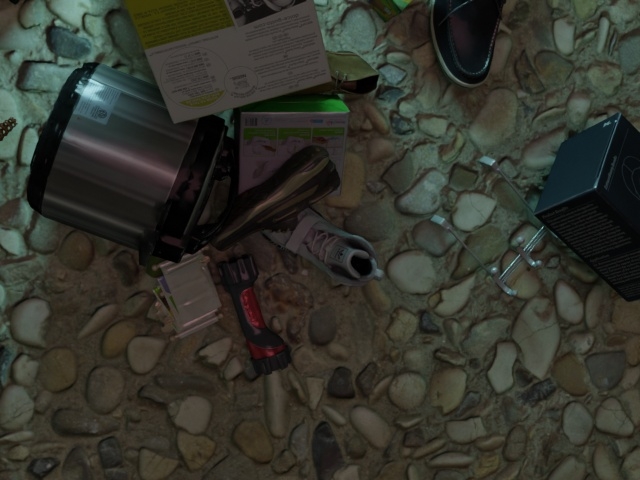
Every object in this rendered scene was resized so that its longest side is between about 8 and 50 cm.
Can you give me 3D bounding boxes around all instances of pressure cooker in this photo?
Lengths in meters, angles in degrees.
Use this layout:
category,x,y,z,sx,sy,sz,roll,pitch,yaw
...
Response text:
category,x,y,z,sx,sy,sz,roll,pitch,yaw
pressure cooker,-0.390,-0.156,1.632,0.420,0.375,0.370,20,98,-12

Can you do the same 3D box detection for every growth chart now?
category,x,y,z,sx,sy,sz,roll,pitch,yaw
growth chart,-0.333,0.135,1.825,0.172,0.021,0.237,-17,119,-14

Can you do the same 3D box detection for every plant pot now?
category,x,y,z,sx,sy,sz,roll,pitch,yaw
plant pot,-0.395,0.051,1.815,0.083,0.083,0.079,18,102,-14

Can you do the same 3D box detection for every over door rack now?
category,x,y,z,sx,sy,sz,roll,pitch,yaw
over door rack,0.494,-0.033,1.996,0.324,0.108,0.239,43,84,-13

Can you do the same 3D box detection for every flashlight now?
category,x,y,z,sx,sy,sz,roll,pitch,yaw
flashlight,-0.162,0.186,1.867,0.103,0.103,0.304,-22,100,-37

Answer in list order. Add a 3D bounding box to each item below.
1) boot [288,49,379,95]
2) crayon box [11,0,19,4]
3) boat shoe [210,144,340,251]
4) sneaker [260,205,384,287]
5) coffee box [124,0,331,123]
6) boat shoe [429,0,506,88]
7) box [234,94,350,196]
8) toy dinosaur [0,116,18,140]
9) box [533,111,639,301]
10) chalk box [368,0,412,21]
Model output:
category,x,y,z,sx,sy,sz,roll,pitch,yaw
boot,0.024,-0.397,1.771,0.305,0.115,0.112,-20,136,-42
crayon box,-0.694,-0.732,1.664,0.202,0.081,0.318,34,86,-13
boat shoe,-0.103,-0.072,1.725,0.355,0.132,0.130,-35,116,12
sneaker,0.000,0.000,1.829,0.365,0.210,0.137,31,87,-14
coffee box,-0.196,-0.490,1.488,0.338,0.338,0.334,-16,129,1
boat shoe,0.396,-0.648,1.891,0.186,0.156,0.500,2,96,-15
box,-0.076,-0.228,1.791,0.262,0.127,0.231,-4,123,-13
toy dinosaur,-0.863,-0.223,1.664,0.322,0.164,0.218,-29,117,-27
box,0.811,-0.081,1.957,0.395,0.212,0.293,40,57,-14
chalk box,0.160,-0.683,1.843,0.132,0.132,0.213,-45,102,-6
